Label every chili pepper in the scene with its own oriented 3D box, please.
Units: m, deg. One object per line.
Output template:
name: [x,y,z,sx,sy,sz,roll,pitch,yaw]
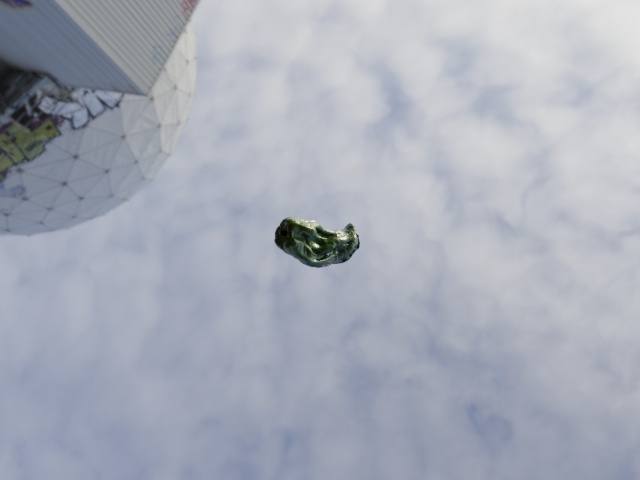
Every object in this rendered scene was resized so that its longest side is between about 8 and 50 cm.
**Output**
chili pepper: [0.001,0.001,0.497,0.030,0.091,0.034,-48,-122,29]
